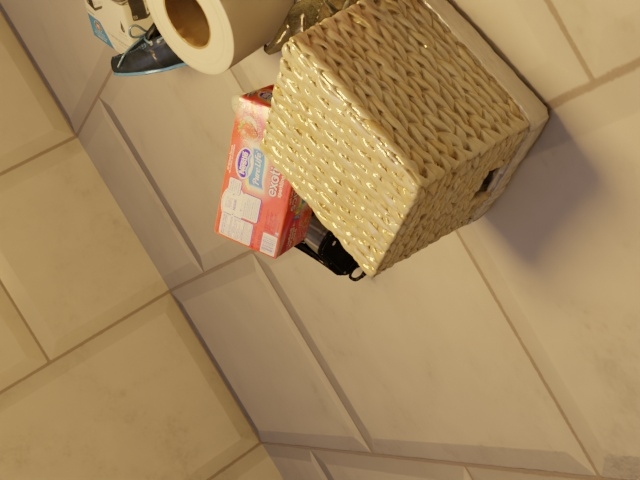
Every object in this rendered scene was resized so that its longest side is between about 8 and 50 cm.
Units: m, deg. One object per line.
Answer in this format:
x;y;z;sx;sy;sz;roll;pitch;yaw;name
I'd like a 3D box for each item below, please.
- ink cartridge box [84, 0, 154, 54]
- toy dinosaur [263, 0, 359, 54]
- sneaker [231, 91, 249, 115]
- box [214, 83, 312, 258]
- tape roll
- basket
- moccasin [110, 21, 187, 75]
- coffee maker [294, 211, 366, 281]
-0.473;-0.605;2.271;0.223;0.129;0.307;39;150;38;ink cartridge box
0.004;-0.368;1.693;0.313;0.121;0.160;27;130;57;toy dinosaur
-0.117;-0.189;2.057;0.305;0.152;0.114;53;162;14;sneaker
-0.092;-0.138;1.899;0.154;0.142;0.299;22;117;19;box
-0.192;-0.458;1.811;0.246;0.169;0.246;33;147;25;tape roll
0.115;-0.167;1.497;0.331;0.266;0.328;50;154;15;basket
-0.337;-0.447;2.159;0.342;0.138;0.116;-6;107;31;moccasin
0.000;0.000;2.100;0.178;0.120;0.171;33;147;45;coffee maker
